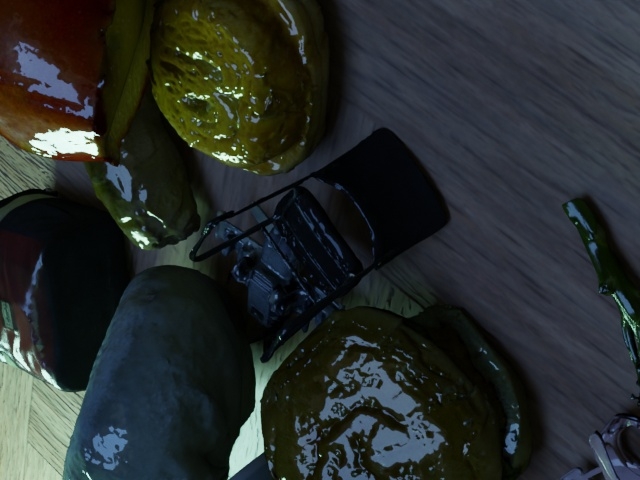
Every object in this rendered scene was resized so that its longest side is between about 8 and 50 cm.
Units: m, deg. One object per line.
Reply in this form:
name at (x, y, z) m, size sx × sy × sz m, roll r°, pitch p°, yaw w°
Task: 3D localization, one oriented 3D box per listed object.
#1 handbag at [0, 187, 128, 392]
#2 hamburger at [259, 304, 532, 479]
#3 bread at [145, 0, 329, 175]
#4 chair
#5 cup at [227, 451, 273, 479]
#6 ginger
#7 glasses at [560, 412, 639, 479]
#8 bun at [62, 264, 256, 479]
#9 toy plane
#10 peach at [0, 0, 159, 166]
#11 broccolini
handbag at (-0.362, 0.067, 1.984) m, size 0.181 × 0.181 × 0.254 m, roll 16°, pitch 122°, yaw 39°
hamburger at (0.068, 0.201, 1.579) m, size 0.265 × 0.134 × 0.285 m, roll 51°, pitch 125°, yaw 20°
bread at (-0.081, -0.178, 1.559) m, size 0.198 × 0.120 × 0.236 m, roll 25°, pitch 132°, yaw 30°
chair at (0.000, 0.000, 1.542) m, size 0.140 × 0.221 × 0.145 m, roll 55°, pitch 162°, yaw 5°
cup at (-0.049, 0.419, 1.726) m, size 0.274 × 0.356 × 0.259 m, roll 47°, pitch 117°, yaw 12°
ginger at (-0.228, -0.111, 1.777) m, size 0.116 × 0.109 × 0.263 m, roll 10°, pitch 121°, yaw 64°
glasses at (0.328, 0.277, 1.421) m, size 0.255 × 0.095 × 0.162 m, roll 36°, pitch 144°, yaw 31°
bun at (-0.179, 0.193, 1.773) m, size 0.194 × 0.354 × 0.354 m, roll 19°, pitch 136°, yaw -4°
toy plane at (-0.055, 0.068, 1.714) m, size 0.192 × 0.088 × 0.262 m, roll 37°, pitch 137°, yaw 20°
peach at (-0.254, -0.234, 1.565) m, size 0.338 × 0.281 × 0.281 m, roll 59°, pitch 145°, yaw 30°
broccolini at (0.280, 0.060, 1.382) m, size 0.067 × 0.058 × 0.216 m, roll -30°, pitch 81°, yaw 17°
